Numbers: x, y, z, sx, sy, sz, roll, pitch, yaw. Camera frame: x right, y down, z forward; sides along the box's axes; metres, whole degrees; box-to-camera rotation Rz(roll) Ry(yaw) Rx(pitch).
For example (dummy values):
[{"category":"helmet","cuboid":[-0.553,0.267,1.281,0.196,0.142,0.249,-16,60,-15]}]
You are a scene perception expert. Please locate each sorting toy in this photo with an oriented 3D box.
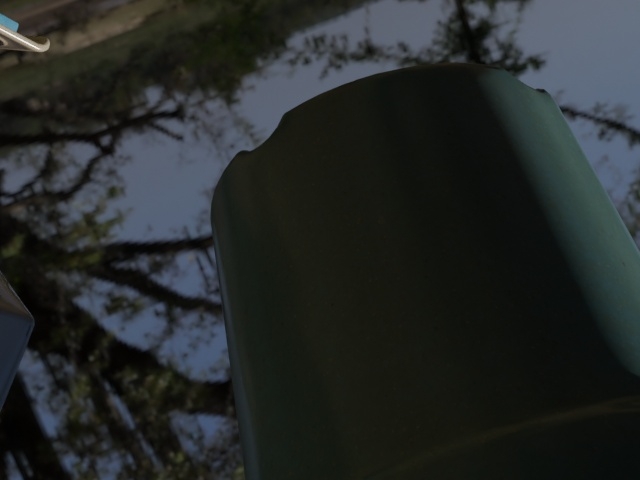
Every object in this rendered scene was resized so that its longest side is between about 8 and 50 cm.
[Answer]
[{"category":"sorting toy","cuboid":[-0.436,-0.259,1.334,0.193,0.038,0.208,11,176,36]}]

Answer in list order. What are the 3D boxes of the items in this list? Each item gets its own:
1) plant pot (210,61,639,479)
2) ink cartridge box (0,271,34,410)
[{"category":"plant pot","cuboid":[0.085,0.095,0.747,0.341,0.334,0.341,-13,150,-7]},{"category":"ink cartridge box","cuboid":[-0.382,0.020,0.788,0.279,0.160,0.384,21,-175,-30]}]
